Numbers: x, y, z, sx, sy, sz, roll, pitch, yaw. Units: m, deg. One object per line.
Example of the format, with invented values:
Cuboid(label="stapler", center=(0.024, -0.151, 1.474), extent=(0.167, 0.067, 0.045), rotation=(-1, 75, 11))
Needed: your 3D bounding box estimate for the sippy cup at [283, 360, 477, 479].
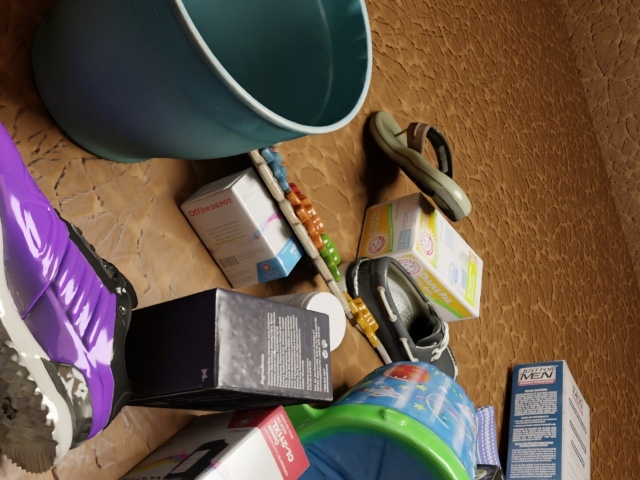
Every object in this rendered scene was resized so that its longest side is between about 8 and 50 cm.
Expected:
Cuboid(label="sippy cup", center=(0.089, 0.262, 0.829), extent=(0.224, 0.240, 0.305), rotation=(-35, 115, -62))

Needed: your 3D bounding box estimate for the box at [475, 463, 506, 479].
Cuboid(label="box", center=(0.230, 0.442, 0.996), extent=(0.147, 0.078, 0.180), rotation=(-38, 111, -51))

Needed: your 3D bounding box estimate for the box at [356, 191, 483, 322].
Cuboid(label="box", center=(0.160, 0.035, 1.082), extent=(0.203, 0.103, 0.114), rotation=(42, 46, -35))

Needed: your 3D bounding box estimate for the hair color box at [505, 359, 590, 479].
Cuboid(label="hair color box", center=(0.418, 0.412, 1.255), extent=(0.173, 0.105, 0.347), rotation=(55, 38, -33))

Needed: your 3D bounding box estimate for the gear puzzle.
Cuboid(label="gear puzzle", center=(0.000, 0.000, 0.860), extent=(0.338, 0.044, 0.175), rotation=(60, -1, -19))

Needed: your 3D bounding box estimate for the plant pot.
Cuboid(label="plant pot", center=(-0.131, -0.196, 0.666), extent=(0.272, 0.255, 0.271), rotation=(21, 62, -46))

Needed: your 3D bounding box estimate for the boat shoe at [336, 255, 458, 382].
Cuboid(label="boat shoe", center=(0.138, 0.136, 1.027), extent=(0.302, 0.091, 0.114), rotation=(44, 46, -34))

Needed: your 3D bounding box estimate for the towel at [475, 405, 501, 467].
Cuboid(label="towel", center=(0.220, 0.407, 1.081), extent=(0.336, 0.040, 0.243), rotation=(-1, 79, -52))

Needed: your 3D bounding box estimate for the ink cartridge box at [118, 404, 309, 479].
Cuboid(label="ink cartridge box", center=(-0.115, 0.232, 0.638), extent=(0.175, 0.128, 0.072), rotation=(-32, 102, -52))

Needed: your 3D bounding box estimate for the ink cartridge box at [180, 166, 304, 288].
Cuboid(label="ink cartridge box", center=(-0.089, -0.013, 0.791), extent=(0.122, 0.089, 0.052), rotation=(58, 40, -21))

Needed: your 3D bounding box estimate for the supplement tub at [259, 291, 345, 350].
Cuboid(label="supplement tub", center=(-0.032, 0.098, 0.805), extent=(0.071, 0.107, 0.070), rotation=(10, 77, -46))

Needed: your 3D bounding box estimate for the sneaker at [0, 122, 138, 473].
Cuboid(label="sneaker", center=(-0.236, 0.032, 0.590), extent=(0.146, 0.102, 0.293), rotation=(-23, 100, -57))

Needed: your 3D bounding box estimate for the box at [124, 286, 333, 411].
Cuboid(label="box", center=(-0.096, 0.116, 0.681), extent=(0.158, 0.156, 0.093), rotation=(19, 62, -47))

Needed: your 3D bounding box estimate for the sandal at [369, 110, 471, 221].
Cuboid(label="sandal", center=(0.168, -0.128, 1.072), extent=(0.120, 0.086, 0.302), rotation=(40, 10, -34))
